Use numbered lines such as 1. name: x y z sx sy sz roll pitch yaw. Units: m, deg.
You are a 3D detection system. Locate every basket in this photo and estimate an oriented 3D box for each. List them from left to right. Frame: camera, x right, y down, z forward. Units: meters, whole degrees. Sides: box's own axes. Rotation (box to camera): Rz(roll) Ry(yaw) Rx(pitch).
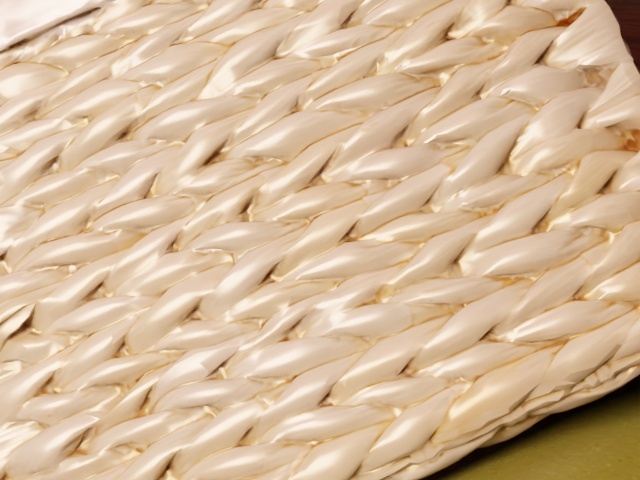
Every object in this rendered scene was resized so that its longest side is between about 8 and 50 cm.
1. basket: 0.000 0.000 0.518 0.331 0.328 0.266 -26 76 3

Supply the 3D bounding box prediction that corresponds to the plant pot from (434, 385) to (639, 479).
1. plant pot: 0.122 0.180 0.372 0.293 0.275 0.274 -34 34 -31
